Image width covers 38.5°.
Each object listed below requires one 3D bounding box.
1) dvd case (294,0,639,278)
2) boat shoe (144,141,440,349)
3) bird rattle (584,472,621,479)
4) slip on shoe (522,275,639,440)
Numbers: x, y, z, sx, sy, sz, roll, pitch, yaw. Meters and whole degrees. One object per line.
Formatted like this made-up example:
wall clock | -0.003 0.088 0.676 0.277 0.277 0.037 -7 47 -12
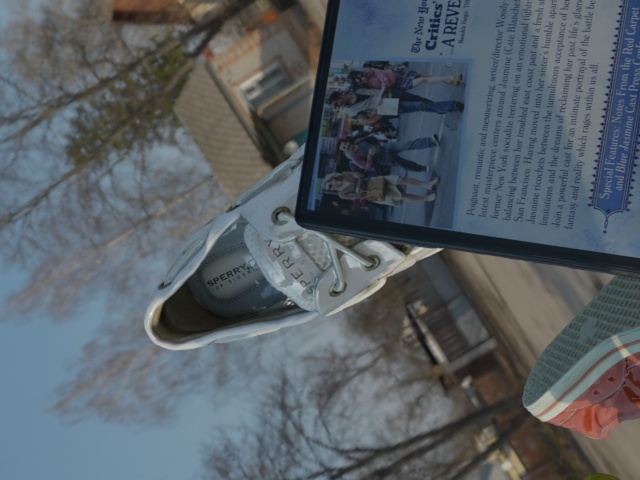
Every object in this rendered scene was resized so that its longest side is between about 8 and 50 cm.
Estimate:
dvd case | 0.119 -0.076 0.382 0.022 0.253 0.180 9 -90 -69
boat shoe | 0.000 0.000 0.515 0.098 0.277 0.096 51 -142 -7
bird rattle | 0.298 0.275 0.704 0.253 0.143 0.207 13 162 37
slip on shoe | 0.310 0.084 0.831 0.101 0.331 0.123 29 -133 -3
